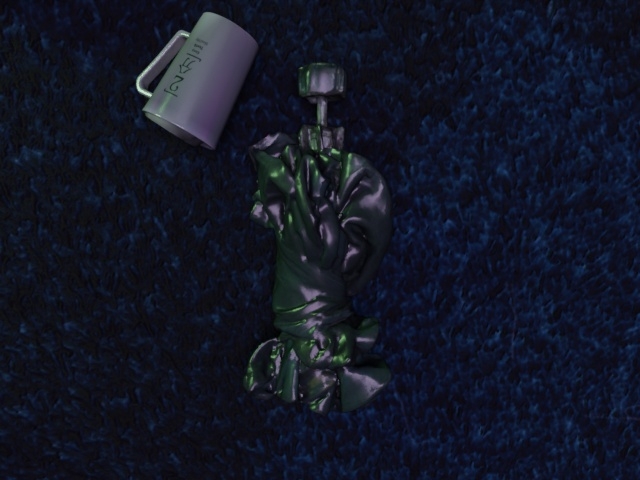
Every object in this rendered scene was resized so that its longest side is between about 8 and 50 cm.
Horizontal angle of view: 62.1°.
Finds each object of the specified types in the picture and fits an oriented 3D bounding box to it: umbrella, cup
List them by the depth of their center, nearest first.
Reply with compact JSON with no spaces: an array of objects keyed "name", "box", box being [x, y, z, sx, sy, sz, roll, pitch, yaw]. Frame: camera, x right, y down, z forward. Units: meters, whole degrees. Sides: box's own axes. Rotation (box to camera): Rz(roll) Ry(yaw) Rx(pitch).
[{"name":"cup","box":[-0.124,-0.155,0.512,0.104,0.074,0.116,26,89,20]},{"name":"umbrella","box":[-0.002,0.000,0.526,0.143,0.094,0.349,2,94,-11]}]
